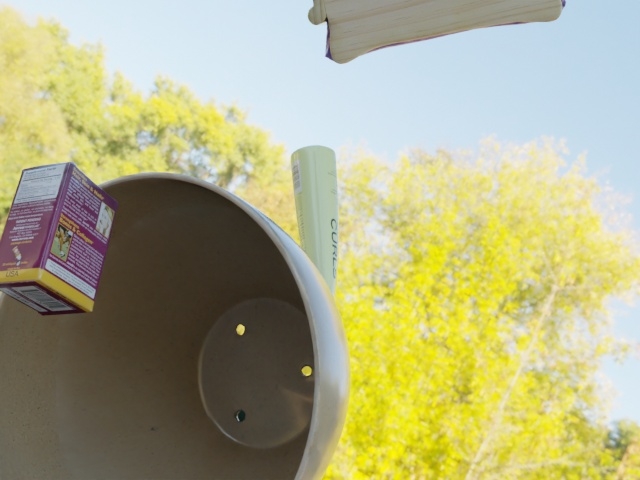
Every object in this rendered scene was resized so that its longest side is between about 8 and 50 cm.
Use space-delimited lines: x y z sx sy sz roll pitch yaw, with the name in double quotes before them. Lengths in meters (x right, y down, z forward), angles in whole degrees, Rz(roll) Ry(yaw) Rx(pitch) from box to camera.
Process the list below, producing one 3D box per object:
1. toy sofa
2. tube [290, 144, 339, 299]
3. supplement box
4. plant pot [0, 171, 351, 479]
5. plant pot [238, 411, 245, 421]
"toy sofa" 0.164 -0.379 1.042 0.362 0.177 0.150 -9 17 12
"tube" 0.000 0.000 0.907 0.070 0.240 0.062 14 -26 -42
"supplement box" -0.170 0.000 0.461 0.043 0.083 0.055 -5 -29 21
"plant pot" -0.089 0.105 0.568 0.284 0.284 0.191 24 3 26
"plant pot" -0.197 0.276 0.756 0.292 0.293 0.235 24 -35 26
